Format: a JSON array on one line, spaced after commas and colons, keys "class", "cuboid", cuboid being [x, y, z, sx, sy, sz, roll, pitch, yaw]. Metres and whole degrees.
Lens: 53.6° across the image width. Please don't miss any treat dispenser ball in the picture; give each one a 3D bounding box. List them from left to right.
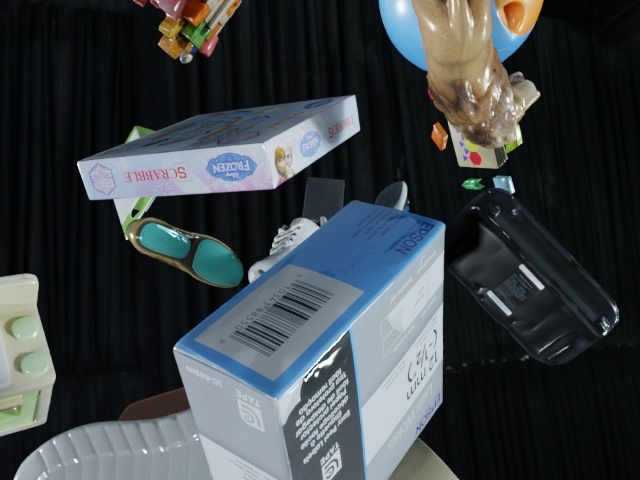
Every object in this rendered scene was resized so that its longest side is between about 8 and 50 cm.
[{"class": "treat dispenser ball", "cuboid": [0.247, -0.439, 1.123, 0.288, 0.288, 0.288, -4, 172, -1]}]

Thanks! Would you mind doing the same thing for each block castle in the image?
[{"class": "block castle", "cuboid": [-0.370, -0.574, 1.424, 0.303, 0.213, 0.453, 37, -176, -3]}]

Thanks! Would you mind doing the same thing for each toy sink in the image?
[{"class": "toy sink", "cuboid": [-0.446, 0.170, 0.838, 0.153, 0.131, 0.234, -9, 148, -35]}]

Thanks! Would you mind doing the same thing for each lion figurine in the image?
[{"class": "lion figurine", "cuboid": [0.178, -0.263, 0.818, 0.142, 0.240, 0.392, -15, 170, 24]}]

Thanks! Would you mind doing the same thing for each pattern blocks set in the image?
[{"class": "pattern blocks set", "cuboid": [0.390, -0.272, 1.608, 0.026, 0.325, 0.285, -30, -148, -27]}]

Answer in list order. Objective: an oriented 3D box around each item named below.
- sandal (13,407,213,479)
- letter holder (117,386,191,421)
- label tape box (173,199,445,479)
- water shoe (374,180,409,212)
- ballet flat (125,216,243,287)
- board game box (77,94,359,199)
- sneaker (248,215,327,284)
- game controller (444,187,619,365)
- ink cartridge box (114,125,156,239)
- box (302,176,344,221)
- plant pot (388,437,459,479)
[{"class": "sandal", "cuboid": [-0.184, 0.292, 0.784, 0.416, 0.169, 0.102, -18, 162, 11]}, {"class": "letter holder", "cuboid": [-0.247, 0.400, 1.053, 0.214, 0.152, 0.302, -17, -155, 6]}, {"class": "label tape box", "cuboid": [0.019, 0.173, 0.609, 0.115, 0.347, 0.249, 15, -141, 33]}, {"class": "water shoe", "cuboid": [0.157, -0.036, 1.345, 0.073, 0.203, 0.080, -16, 132, 34]}, {"class": "ballet flat", "cuboid": [-0.236, 0.016, 1.113, 0.232, 0.080, 0.073, 33, 165, -39]}, {"class": "board game box", "cuboid": [-0.142, -0.148, 0.983, 0.318, 0.066, 0.319, -1, -158, 27]}, {"class": "sneaker", "cuboid": [-0.055, 0.026, 1.216, 0.111, 0.129, 0.297, -14, -178, 25]}, {"class": "game controller", "cuboid": [0.342, 0.066, 1.064, 0.166, 0.319, 0.067, -43, -178, 26]}, {"class": "ink cartridge box", "cuboid": [-0.464, -0.146, 1.680, 0.097, 0.255, 0.189, 11, 130, -42]}, {"class": "box", "cuboid": [0.000, 0.000, 1.584, 0.103, 0.261, 0.184, 7, 143, -1]}, {"class": "plant pot", "cuboid": [0.083, 0.430, 0.935, 0.274, 0.256, 0.256, -41, 178, -11]}]
